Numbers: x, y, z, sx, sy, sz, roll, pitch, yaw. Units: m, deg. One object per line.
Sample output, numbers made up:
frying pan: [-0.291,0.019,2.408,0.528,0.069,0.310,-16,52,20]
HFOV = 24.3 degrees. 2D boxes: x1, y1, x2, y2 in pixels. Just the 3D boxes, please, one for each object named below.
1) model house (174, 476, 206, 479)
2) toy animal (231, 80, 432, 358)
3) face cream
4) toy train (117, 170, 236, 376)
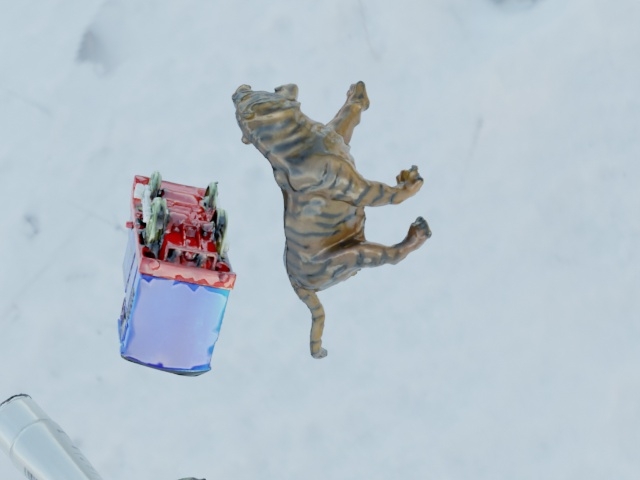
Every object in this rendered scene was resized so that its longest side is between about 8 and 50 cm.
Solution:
model house: [-0.161,0.331,1.594,0.279,0.204,0.218,-29,29,-37]
toy animal: [0.004,0.003,1.122,0.116,0.255,0.114,-18,37,-25]
face cream: [-0.229,0.241,1.421,0.058,0.092,0.244,-42,61,-15]
toy train: [-0.127,0.019,1.274,0.083,0.204,0.131,10,107,-12]
